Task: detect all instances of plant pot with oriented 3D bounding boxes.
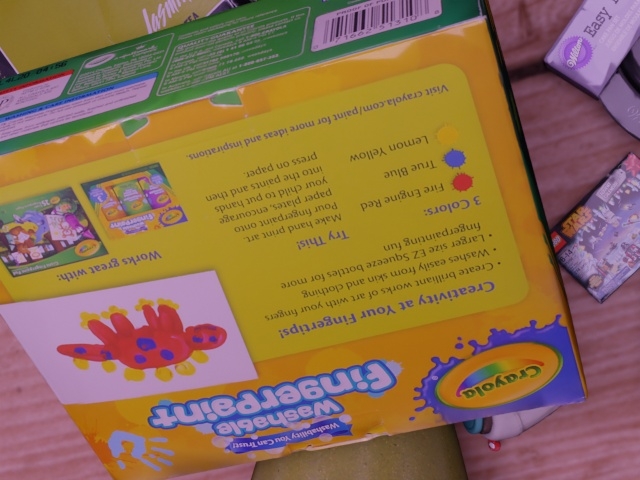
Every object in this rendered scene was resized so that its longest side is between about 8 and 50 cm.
[{"bbox_3d":[0.043,0.251,1.065,0.275,0.275,0.293,0,77,14],"label":"plant pot"}]

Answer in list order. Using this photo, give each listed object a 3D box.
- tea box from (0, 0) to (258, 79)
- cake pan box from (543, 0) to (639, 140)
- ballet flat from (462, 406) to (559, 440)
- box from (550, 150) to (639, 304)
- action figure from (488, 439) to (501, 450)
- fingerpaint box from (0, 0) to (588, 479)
[{"bbox_3d":[-0.178,-0.179,1.062,0.329,0.220,0.323,-39,84,26],"label":"tea box"},{"bbox_3d":[0.392,-0.215,1.030,0.246,0.070,0.267,37,101,11],"label":"cake pan box"},{"bbox_3d":[0.169,0.003,1.072,0.139,0.139,0.400,-16,82,14],"label":"ballet flat"},{"bbox_3d":[0.311,-0.013,1.081,0.094,0.027,0.137,45,102,9],"label":"box"},{"bbox_3d":[0.180,0.173,1.120,0.030,0.038,0.115,-14,88,-8],"label":"action figure"},{"bbox_3d":[-0.037,0.000,0.873,0.445,0.163,0.371,-14,124,14],"label":"fingerpaint box"}]
